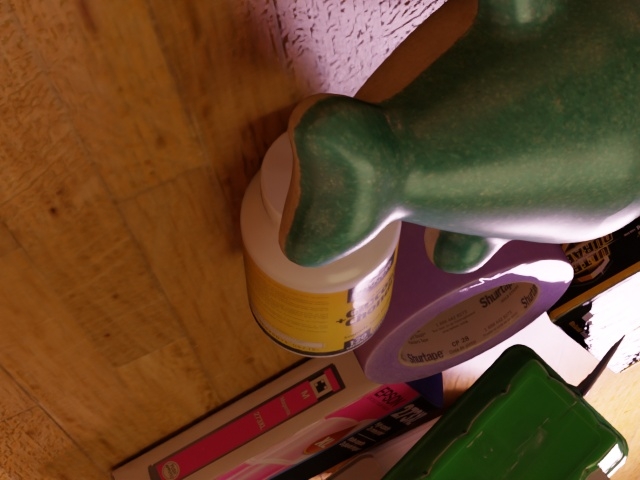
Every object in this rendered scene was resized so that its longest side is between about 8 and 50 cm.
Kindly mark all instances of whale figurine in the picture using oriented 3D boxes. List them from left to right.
[{"bbox_3d":[0.103,-0.058,0.778,0.272,0.141,0.216,-23,136,-36],"label":"whale figurine"}]

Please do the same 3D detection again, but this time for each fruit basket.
[{"bbox_3d":[0.176,0.249,1.377,0.327,0.165,0.353,-44,163,-10],"label":"fruit basket"}]

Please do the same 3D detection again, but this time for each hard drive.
[{"bbox_3d":[0.067,0.260,1.536,0.203,0.040,0.307,-40,165,28],"label":"hard drive"}]

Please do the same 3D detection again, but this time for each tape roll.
[{"bbox_3d":[0.103,0.036,1.128,0.189,0.080,0.189,-22,156,-10],"label":"tape roll"}]

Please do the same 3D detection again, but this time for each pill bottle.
[{"bbox_3d":[0.000,0.000,0.910,0.103,0.103,0.184,-22,157,-10],"label":"pill bottle"}]

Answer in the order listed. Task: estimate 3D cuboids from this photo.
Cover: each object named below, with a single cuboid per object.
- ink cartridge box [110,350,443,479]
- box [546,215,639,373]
[{"bbox_3d":[-0.003,0.168,1.324,0.371,0.069,0.176,-32,157,7],"label":"ink cartridge box"},{"bbox_3d":[0.353,0.016,1.357,0.257,0.079,0.322,-30,157,12],"label":"box"}]
